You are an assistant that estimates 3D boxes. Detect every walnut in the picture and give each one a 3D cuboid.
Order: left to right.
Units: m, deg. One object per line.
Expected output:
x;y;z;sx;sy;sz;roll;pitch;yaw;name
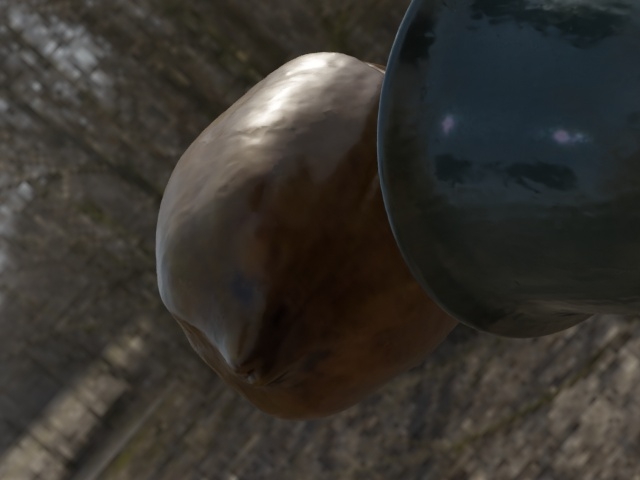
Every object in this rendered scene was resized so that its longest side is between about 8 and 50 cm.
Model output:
0.000;0.000;1.019;0.209;0.209;0.336;-46;6;26;walnut

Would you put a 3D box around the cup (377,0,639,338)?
0.145;-0.044;0.697;0.150;0.199;0.199;13;56;51;cup
